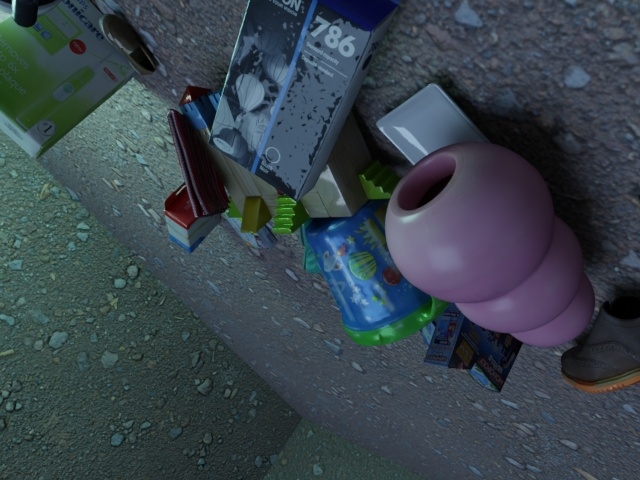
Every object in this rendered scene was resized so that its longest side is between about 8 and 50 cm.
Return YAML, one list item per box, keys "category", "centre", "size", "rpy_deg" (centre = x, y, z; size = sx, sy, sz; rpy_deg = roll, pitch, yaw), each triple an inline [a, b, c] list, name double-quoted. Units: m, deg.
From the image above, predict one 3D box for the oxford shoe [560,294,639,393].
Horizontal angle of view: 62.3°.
- category: "oxford shoe"
  centre: [0.470, 0.148, 0.803]
  size: [0.363, 0.130, 0.132]
  rpy_deg: [112, 137, -71]

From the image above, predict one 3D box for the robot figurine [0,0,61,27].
- category: "robot figurine"
  centre: [-0.491, -0.487, 0.855]
  size: [0.174, 0.209, 0.278]
  rpy_deg: [34, 155, -22]

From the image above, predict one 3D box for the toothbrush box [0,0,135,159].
- category: "toothbrush box"
  centre: [-0.531, -0.335, 1.044]
  size: [0.206, 0.283, 0.122]
  rpy_deg: [48, 152, -21]

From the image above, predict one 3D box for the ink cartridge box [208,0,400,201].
- category: "ink cartridge box"
  centre: [-0.028, -0.223, 0.681]
  size: [0.165, 0.065, 0.332]
  rpy_deg: [33, 128, 9]

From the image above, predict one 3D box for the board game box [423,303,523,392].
- category: "board game box"
  centre: [0.279, 0.179, 0.971]
  size: [0.194, 0.194, 0.060]
  rpy_deg: [49, 153, -23]

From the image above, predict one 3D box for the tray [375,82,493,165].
- category: "tray"
  centre: [0.213, -0.106, 0.764]
  size: [0.270, 0.030, 0.145]
  rpy_deg: [44, 154, -13]

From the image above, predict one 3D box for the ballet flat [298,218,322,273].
- category: "ballet flat"
  centre: [0.000, 0.000, 1.188]
  size: [0.087, 0.083, 0.247]
  rpy_deg: [7, 149, 6]

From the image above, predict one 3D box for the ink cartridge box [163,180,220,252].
- category: "ink cartridge box"
  centre: [-0.339, -0.075, 1.414]
  size: [0.078, 0.134, 0.231]
  rpy_deg: [36, 156, 6]

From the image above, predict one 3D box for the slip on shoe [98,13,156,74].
- category: "slip on shoe"
  centre: [-0.373, -0.380, 1.033]
  size: [0.041, 0.051, 0.135]
  rpy_deg: [24, 155, 38]

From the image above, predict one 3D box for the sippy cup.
- category: "sippy cup"
  centre: [0.096, 0.029, 0.948]
  size: [0.305, 0.240, 0.224]
  rpy_deg: [-21, 110, 36]

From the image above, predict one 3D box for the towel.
- category: "towel"
  centre: [-0.232, -0.146, 1.044]
  size: [0.275, 0.031, 0.198]
  rpy_deg: [-101, -4, -84]

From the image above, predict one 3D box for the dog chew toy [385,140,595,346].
- category: "dog chew toy"
  centre: [0.240, 0.026, 0.698]
  size: [0.332, 0.206, 0.207]
  rpy_deg: [40, 156, -24]

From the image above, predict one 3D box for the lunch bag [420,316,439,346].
- category: "lunch bag"
  centre: [0.240, 0.157, 1.106]
  size: [0.151, 0.096, 0.129]
  rpy_deg: [57, 167, 31]

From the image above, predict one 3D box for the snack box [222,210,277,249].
- category: "snack box"
  centre: [-0.191, -0.039, 1.397]
  size: [0.100, 0.037, 0.141]
  rpy_deg: [9, 143, 48]

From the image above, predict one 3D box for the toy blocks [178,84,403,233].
- category: "toy blocks"
  centre: [-0.077, -0.171, 0.893]
  size: [0.381, 0.191, 0.261]
  rpy_deg: [2, 128, 45]
